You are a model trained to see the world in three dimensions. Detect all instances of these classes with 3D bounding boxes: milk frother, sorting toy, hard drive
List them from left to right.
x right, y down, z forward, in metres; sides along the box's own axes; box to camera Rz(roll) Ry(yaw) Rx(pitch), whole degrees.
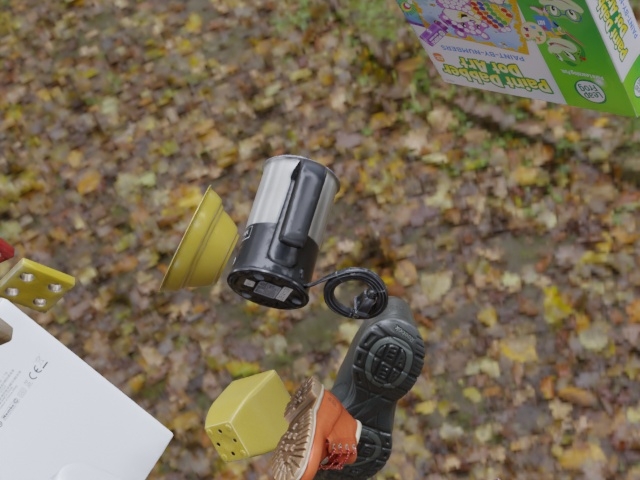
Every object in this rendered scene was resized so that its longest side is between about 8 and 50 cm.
[{"bbox_3d":[-0.327,0.073,0.871,0.274,0.132,0.046,-21,49,16],"label":"sorting toy"},{"bbox_3d":[-0.363,0.249,1.470,0.040,0.307,0.203,-6,45,55],"label":"hard drive"},{"bbox_3d":[0.000,0.000,1.113,0.129,0.143,0.135,-25,43,54],"label":"milk frother"}]

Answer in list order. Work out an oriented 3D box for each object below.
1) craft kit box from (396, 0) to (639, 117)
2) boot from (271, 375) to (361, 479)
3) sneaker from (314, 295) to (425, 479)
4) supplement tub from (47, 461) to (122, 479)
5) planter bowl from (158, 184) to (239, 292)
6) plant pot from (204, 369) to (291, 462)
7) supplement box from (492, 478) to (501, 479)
[{"bbox_3d":[0.177,-0.234,1.085,0.250,0.246,0.061,19,70,44],"label":"craft kit box"},{"bbox_3d":[0.003,0.205,1.119,0.059,0.084,0.158,-44,10,24],"label":"boot"},{"bbox_3d":[0.061,0.200,1.470,0.109,0.286,0.130,24,25,-7],"label":"sneaker"},{"bbox_3d":[-0.300,0.392,1.194,0.272,0.191,0.191,-47,46,7],"label":"supplement tub"},{"bbox_3d":[-0.206,0.015,2.023,0.090,0.217,0.217,26,52,-4],"label":"planter bowl"},{"bbox_3d":[-0.083,0.209,1.281,0.081,0.081,0.083,-22,9,43],"label":"plant pot"},{"bbox_3d":[0.098,0.329,0.959,0.130,0.073,0.239,-32,19,43],"label":"supplement box"}]
